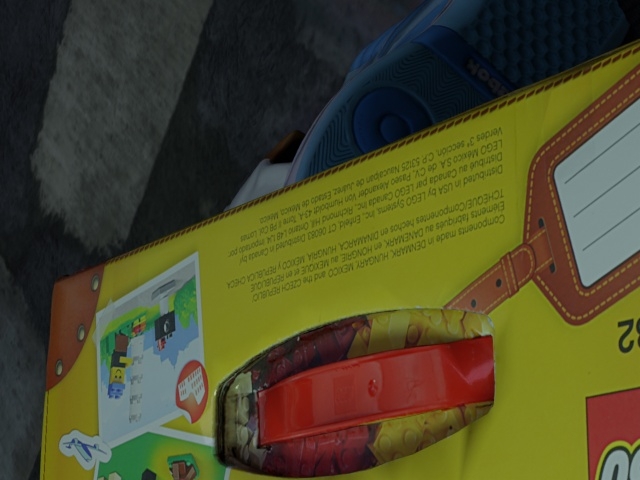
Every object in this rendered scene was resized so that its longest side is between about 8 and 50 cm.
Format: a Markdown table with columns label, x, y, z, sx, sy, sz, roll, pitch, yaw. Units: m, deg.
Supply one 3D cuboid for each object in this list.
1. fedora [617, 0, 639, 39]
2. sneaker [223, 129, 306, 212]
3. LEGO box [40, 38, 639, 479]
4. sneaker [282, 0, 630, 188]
| label | x | y | z | sx | sy | sz | roll | pitch | yaw |
| --- | --- | --- | --- | --- | --- | --- | --- | --- | --- |
| fedora | 0.246 | -0.140 | 0.840 | 0.334 | 0.334 | 0.153 | -13 | 101 | 55 |
| sneaker | 0.000 | 0.000 | 1.240 | 0.123 | 0.106 | 0.290 | -60 | 27 | 13 |
| LEGO box | 0.157 | 0.082 | 0.760 | 0.500 | 0.372 | 0.193 | -20 | 66 | 54 |
| sneaker | 0.051 | -0.052 | 1.096 | 0.319 | 0.127 | 0.208 | -45 | 5 | -35 |
